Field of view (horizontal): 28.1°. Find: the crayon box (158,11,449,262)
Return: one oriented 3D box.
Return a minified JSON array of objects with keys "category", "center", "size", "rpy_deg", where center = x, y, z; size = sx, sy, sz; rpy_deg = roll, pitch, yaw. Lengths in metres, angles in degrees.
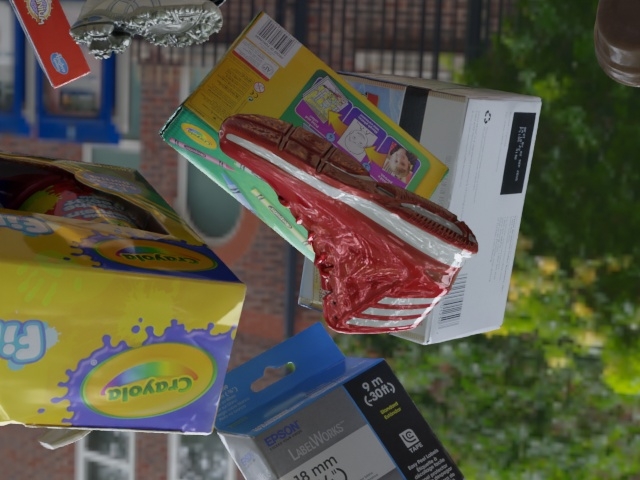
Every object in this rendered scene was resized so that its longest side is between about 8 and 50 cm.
[{"category":"crayon box","center":[-0.014,-0.096,1.394],"size":[0.278,0.165,0.081],"rpy_deg":[40,148,-7]}]

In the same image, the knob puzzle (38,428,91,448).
[{"category":"knob puzzle","center":[-0.306,0.237,1.766],"size":[0.213,0.030,0.213],"rpy_deg":[-32,-168,8]}]

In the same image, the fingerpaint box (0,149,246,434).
[{"category":"fingerpaint box","center":[-0.346,0.023,1.204],"size":[0.445,0.163,0.371],"rpy_deg":[7,-163,-26]}]

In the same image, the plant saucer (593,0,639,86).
[{"category":"plant saucer","center":[0.409,-0.286,1.390],"size":[0.041,0.278,0.278],"rpy_deg":[40,169,-29]}]

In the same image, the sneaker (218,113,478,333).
[{"category":"sneaker","center":[0.000,0.000,1.001],"size":[0.221,0.128,0.087],"rpy_deg":[30,-160,2]}]

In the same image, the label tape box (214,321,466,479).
[{"category":"label tape box","center":[0.014,0.280,1.778],"size":[0.241,0.333,0.106],"rpy_deg":[-27,166,-29]}]

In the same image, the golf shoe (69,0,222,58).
[{"category":"golf shoe","center":[-0.176,-0.243,1.309],"size":[0.176,0.086,0.069],"rpy_deg":[-1,156,26]}]

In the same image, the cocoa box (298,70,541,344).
[{"category":"cocoa box","center":[0.140,-0.055,1.823],"size":[0.228,0.347,0.231],"rpy_deg":[16,-167,34]}]

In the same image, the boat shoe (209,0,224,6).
[{"category":"boat shoe","center":[-0.109,-0.322,1.460],"size":[0.183,0.083,0.065],"rpy_deg":[-27,162,23]}]

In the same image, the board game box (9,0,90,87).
[{"category":"board game box","center":[-0.468,-0.411,2.008],"size":[0.064,0.316,0.242],"rpy_deg":[-25,-159,-9]}]
